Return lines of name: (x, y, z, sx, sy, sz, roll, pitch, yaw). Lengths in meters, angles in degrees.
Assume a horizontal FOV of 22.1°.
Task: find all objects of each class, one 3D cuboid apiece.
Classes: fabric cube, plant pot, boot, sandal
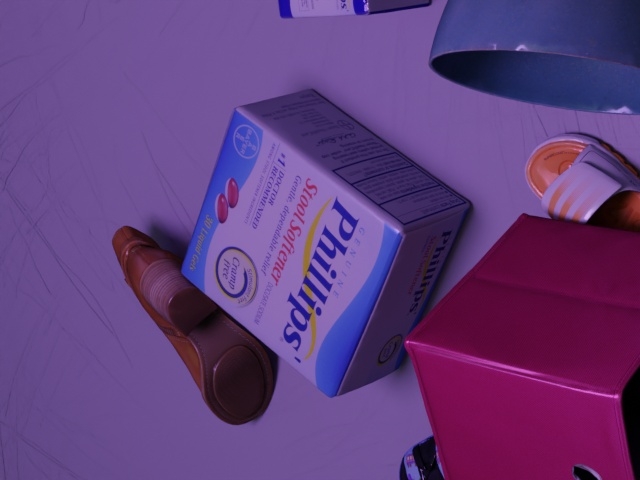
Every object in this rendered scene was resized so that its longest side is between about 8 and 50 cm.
fabric cube: (0.284, 0.154, 1.743, 0.258, 0.259, 0.254, 11, 132, 37)
plant pot: (0.270, -0.255, 1.690, 0.290, 0.290, 0.195, 6, 85, 39)
boot: (-0.186, 0.115, 2.268, 0.283, 0.109, 0.220, 53, 172, -37)
sandal: (0.327, -0.027, 1.816, 0.265, 0.076, 0.102, 38, 124, 26)

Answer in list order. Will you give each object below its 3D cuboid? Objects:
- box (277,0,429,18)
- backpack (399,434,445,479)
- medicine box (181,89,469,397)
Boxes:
box: (0.038, -0.305, 1.946, 0.137, 0.126, 0.072, 4, 104, 40)
backpack: (0.187, 0.311, 2.008, 0.158, 0.117, 0.173, -38, 78, 41)
medicine box: (0.000, 0.000, 2.054, 0.289, 0.149, 0.263, 38, 124, 27)
